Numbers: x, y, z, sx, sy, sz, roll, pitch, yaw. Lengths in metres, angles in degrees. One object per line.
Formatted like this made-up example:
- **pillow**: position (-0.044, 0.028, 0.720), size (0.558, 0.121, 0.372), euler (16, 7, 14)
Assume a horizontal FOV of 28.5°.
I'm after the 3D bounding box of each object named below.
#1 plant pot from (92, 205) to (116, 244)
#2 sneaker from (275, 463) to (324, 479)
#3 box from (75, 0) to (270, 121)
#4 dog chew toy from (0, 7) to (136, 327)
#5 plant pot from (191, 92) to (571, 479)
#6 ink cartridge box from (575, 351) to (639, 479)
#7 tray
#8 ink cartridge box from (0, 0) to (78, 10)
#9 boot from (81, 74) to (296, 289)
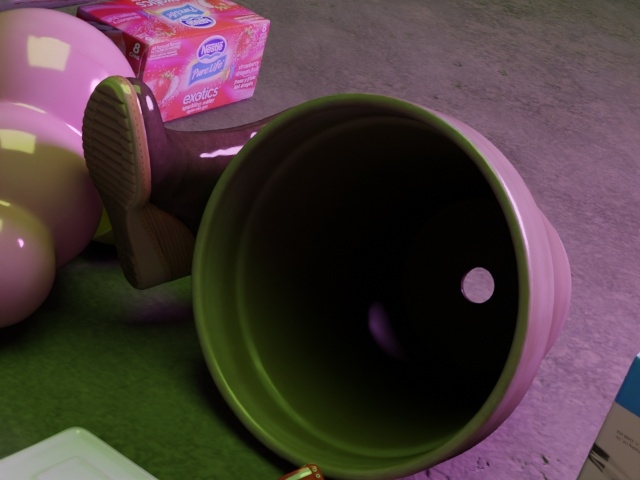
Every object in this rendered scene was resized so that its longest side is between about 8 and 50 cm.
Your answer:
- **plant pot**: position (-0.185, -0.046, 1.318), size (0.095, 0.134, 0.134), euler (31, 14, -41)
- **sneaker**: position (0.015, 0.217, 1.014), size (0.119, 0.042, 0.067), euler (10, 31, -9)
- **box**: position (-0.198, -0.245, 1.657), size (0.128, 0.122, 0.257), euler (30, 30, 24)
- **dog chew toy**: position (-0.285, -0.060, 1.170), size (0.207, 0.206, 0.331), euler (14, 51, -7)
- **plant pot**: position (0.090, 0.041, 1.150), size (0.323, 0.323, 0.280), euler (32, 15, 27)
- **ink cartridge box**: position (0.297, 0.202, 1.031), size (0.148, 0.203, 0.086), euler (32, 29, 26)
- **tray**: position (-0.141, 0.212, 0.915), size (0.270, 0.030, 0.145), euler (27, 29, 31)
- **ink cartridge box**: position (-0.396, -0.360, 1.537), size (0.395, 0.166, 0.285), euler (0, 13, 39)
- **boot**: position (-0.104, -0.083, 1.150), size (0.207, 0.248, 0.090), euler (-32, 53, -26)
